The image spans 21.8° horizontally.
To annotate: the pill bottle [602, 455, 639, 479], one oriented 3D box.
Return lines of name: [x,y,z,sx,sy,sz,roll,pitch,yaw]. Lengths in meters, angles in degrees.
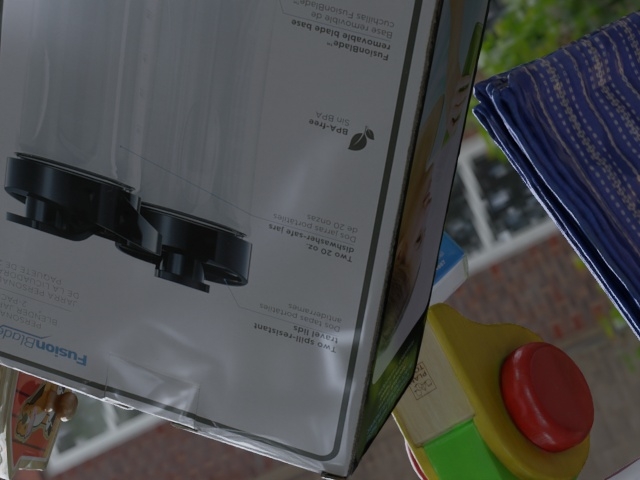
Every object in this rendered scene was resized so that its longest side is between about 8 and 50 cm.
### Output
pill bottle: [0.269,0.102,0.563,0.224,0.392,0.224,47,-163,-19]

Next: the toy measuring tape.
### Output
toy measuring tape: [0.083,0.057,1.044,0.121,0.121,0.330,-12,-107,-61]

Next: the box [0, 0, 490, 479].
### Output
box: [-0.031,-0.073,0.607,0.087,0.169,0.290,-49,-29,-60]

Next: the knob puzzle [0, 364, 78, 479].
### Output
knob puzzle: [-0.163,0.062,1.063,0.030,0.213,0.213,17,-146,5]

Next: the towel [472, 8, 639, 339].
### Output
towel: [0.266,-0.061,1.269,0.243,0.040,0.336,55,-141,5]

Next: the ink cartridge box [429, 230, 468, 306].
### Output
ink cartridge box: [0.000,0.000,1.836,0.270,0.198,0.197,46,178,11]
